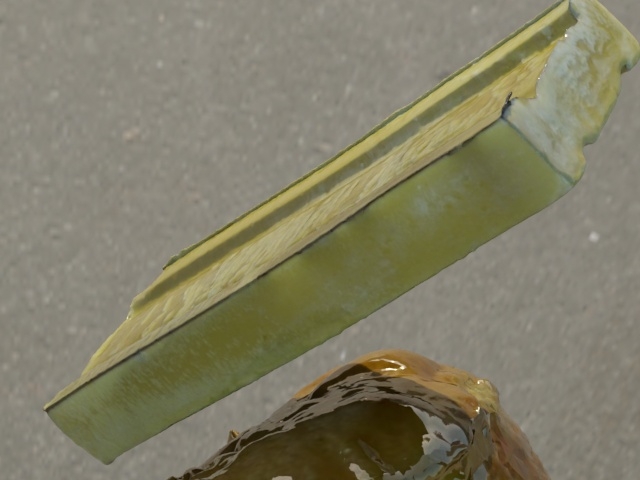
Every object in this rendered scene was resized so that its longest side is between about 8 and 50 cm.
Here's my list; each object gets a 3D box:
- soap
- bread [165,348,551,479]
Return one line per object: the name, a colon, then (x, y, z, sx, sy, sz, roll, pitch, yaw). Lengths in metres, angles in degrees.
soap: (0.001, 0.001, 0.653, 0.037, 0.252, 0.092, 47, 41, -11)
bread: (0.025, 0.121, 0.699, 0.143, 0.139, 0.229, 58, 20, -2)
